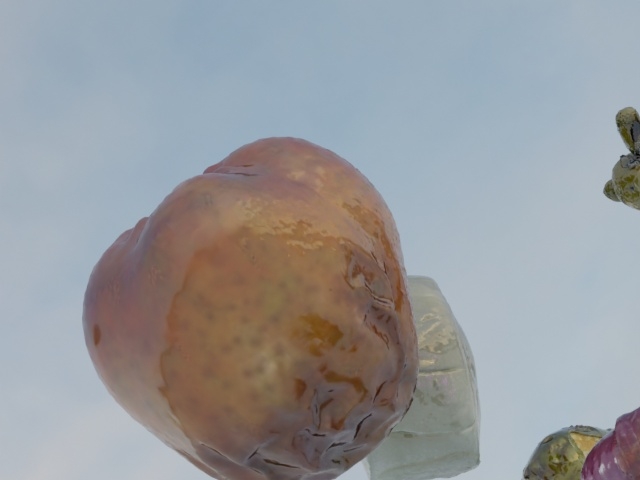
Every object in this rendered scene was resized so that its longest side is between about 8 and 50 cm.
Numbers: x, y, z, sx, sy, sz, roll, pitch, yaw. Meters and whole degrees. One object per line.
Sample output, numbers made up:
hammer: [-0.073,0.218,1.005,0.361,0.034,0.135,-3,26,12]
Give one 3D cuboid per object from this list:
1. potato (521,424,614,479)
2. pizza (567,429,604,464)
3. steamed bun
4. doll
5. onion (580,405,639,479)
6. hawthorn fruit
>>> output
potato: [0.512,0.430,2.332,0.300,0.196,0.246,-22,-2,-34]
pizza: [0.436,0.337,1.979,0.123,0.108,0.026,-42,-13,-49]
steamed bun: [0.137,0.206,2.098,0.247,0.383,0.236,-10,-37,-3]
doll: [0.433,-0.111,1.583,0.097,0.137,0.209,-56,-24,-39]
onion: [0.360,0.251,1.171,0.230,0.163,0.230,7,-36,5]
hawthorn fruit: [-0.069,0.105,1.653,0.472,0.472,0.472,-25,-36,-20]
